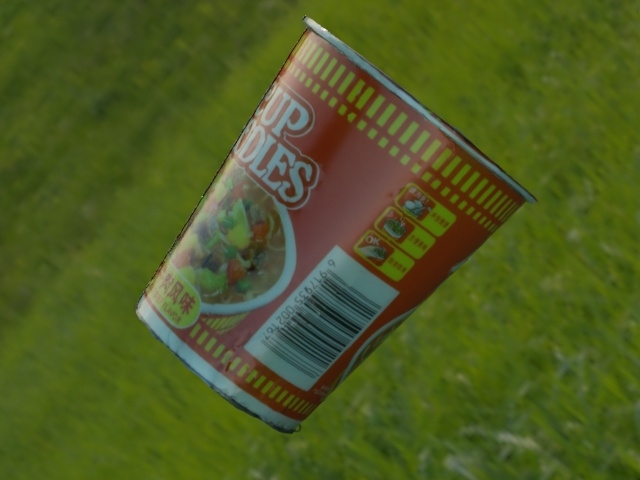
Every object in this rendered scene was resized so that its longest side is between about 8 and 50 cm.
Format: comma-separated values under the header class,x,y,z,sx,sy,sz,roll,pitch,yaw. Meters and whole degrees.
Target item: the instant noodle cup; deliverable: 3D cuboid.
class,x,y,z,sx,sy,sz,roll,pitch,yaw
instant noodle cup,0.000,0.000,1.156,0.212,0.193,0.193,-52,34,4
